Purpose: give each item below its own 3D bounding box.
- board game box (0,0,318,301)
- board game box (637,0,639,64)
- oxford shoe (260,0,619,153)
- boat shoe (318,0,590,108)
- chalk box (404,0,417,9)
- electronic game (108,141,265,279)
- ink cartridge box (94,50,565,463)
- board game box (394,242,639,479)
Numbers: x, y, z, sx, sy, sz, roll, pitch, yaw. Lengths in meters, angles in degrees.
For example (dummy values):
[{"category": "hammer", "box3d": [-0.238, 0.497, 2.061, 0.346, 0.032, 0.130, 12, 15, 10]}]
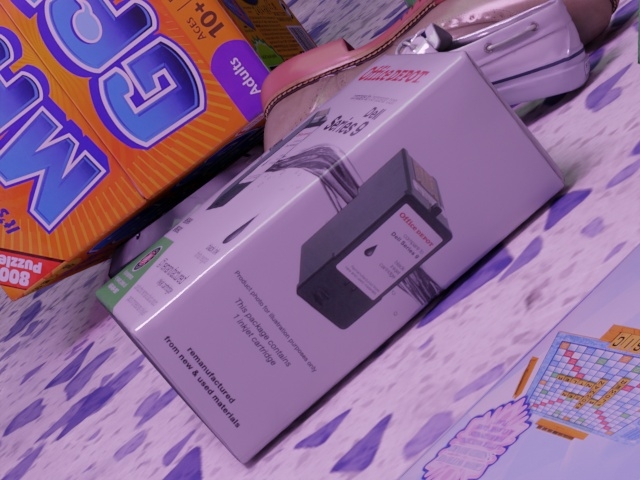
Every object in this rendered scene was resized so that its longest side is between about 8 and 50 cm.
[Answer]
[{"category": "board game box", "box3d": [-0.246, -0.200, 1.999, 0.356, 0.356, 0.356, -36, 0, 12]}, {"category": "board game box", "box3d": [0.299, -0.208, 1.209, 0.260, 0.030, 0.136, -17, 69, 58]}, {"category": "oxford shoe", "box3d": [0.099, -0.121, 1.547, 0.348, 0.123, 0.130, -24, 51, 35]}, {"category": "boat shoe", "box3d": [0.092, -0.133, 1.442, 0.226, 0.075, 0.083, -16, 16, 9]}, {"category": "chalk box", "box3d": [0.160, -0.322, 1.880, 0.132, 0.132, 0.213, -30, 13, -20]}, {"category": "electronic game", "box3d": [-0.125, -0.029, 1.919, 0.229, 0.048, 0.229, -37, 4, 3]}, {"category": "ink cartridge box", "box3d": [0.000, 0.000, 1.295, 0.289, 0.121, 0.211, -40, 13, -7]}, {"category": "board game box", "box3d": [0.190, 0.050, 0.707, 0.318, 0.066, 0.319, -42, 13, -14]}]
